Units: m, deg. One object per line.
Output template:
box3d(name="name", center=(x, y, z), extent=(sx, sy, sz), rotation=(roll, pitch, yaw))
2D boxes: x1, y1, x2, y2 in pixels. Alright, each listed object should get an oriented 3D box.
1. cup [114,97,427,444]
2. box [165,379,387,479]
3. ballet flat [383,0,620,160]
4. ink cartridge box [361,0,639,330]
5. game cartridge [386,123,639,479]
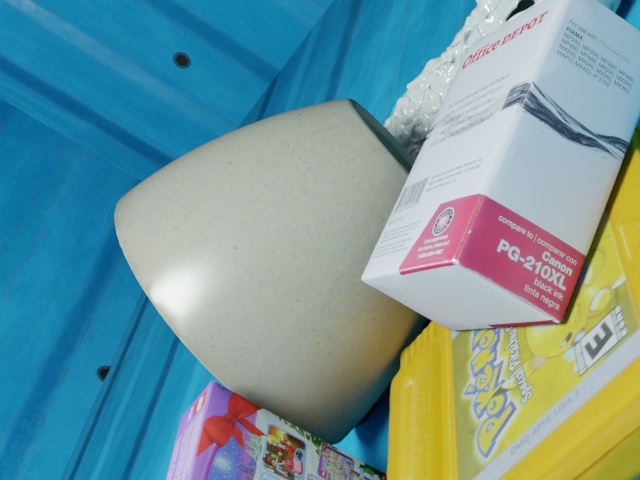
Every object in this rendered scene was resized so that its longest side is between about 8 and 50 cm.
box3d(name="cup", center=(0.000, 0.000, 0.975), extent=(0.237, 0.331, 0.331), rotation=(-42, 19, 11))
box3d(name="box", center=(-0.030, 0.257, 0.728), extent=(0.057, 0.201, 0.293), rotation=(-51, 17, 27))
box3d(name="ballet flat", center=(0.223, -0.207, 1.013), extent=(0.409, 0.147, 0.147), rotation=(-54, 15, 31))
box3d(name="ink cartridge box", center=(0.148, -0.057, 0.773), extent=(0.237, 0.100, 0.172), rotation=(-65, 15, -15))
box3d(name="game cartridge", center=(0.155, 0.095, 0.735), extent=(0.324, 0.052, 0.285), rotation=(-49, 18, 30))
